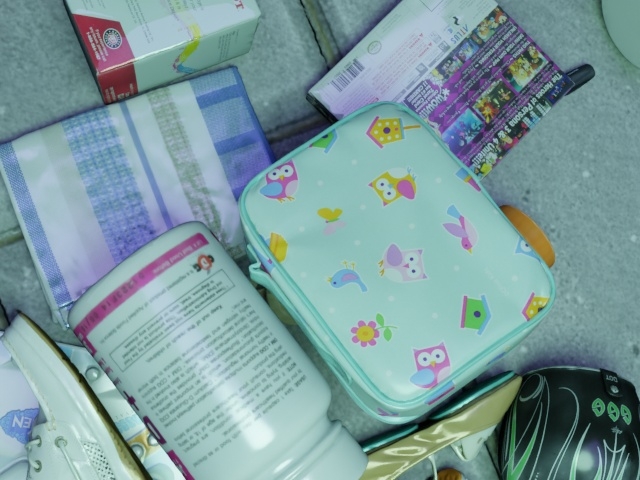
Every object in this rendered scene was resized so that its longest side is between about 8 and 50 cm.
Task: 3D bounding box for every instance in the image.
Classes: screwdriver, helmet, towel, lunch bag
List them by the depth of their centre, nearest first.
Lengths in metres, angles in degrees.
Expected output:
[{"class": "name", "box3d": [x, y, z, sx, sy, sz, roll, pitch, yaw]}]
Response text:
[{"class": "lunch bag", "box3d": [0.059, 0.018, 0.839, 0.224, 0.108, 0.279, -35, 72, -9]}, {"class": "towel", "box3d": [-0.184, -0.051, 0.946, 0.285, 0.034, 0.209, -22, 87, -14]}, {"class": "helmet", "box3d": [0.271, 0.230, 0.948, 0.169, 0.169, 0.161, 16, 65, -9]}, {"class": "screwdriver", "box3d": [0.251, -0.165, 1.047, 0.170, 0.024, 0.025, -26, 61, -5]}]

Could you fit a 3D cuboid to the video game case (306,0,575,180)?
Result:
[{"class": "video game case", "box3d": [0.137, -0.170, 1.002, 0.210, 0.042, 0.232, 44, 83, -2]}]

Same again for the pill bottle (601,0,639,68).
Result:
[{"class": "pill bottle", "box3d": [0.481, -0.314, 1.028, 0.278, 0.162, 0.162, -28, 90, -12]}]

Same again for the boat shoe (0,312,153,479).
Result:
[{"class": "boat shoe", "box3d": [-0.235, 0.201, 0.829, 0.096, 0.098, 0.277, -32, 93, -13]}]

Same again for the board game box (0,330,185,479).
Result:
[{"class": "board game box", "box3d": [-0.306, 0.295, 0.883, 0.390, 0.050, 0.390, 13, 83, -9]}]

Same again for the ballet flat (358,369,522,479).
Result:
[{"class": "ballet flat", "box3d": [0.125, 0.220, 0.957, 0.232, 0.080, 0.073, -25, 84, -2]}]

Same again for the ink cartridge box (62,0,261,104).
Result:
[{"class": "ink cartridge box", "box3d": [-0.168, -0.241, 0.917, 0.176, 0.127, 0.128, -22, 88, -11]}]

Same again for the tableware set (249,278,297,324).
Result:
[{"class": "tableware set", "box3d": [0.000, 0.000, 0.964, 0.128, 0.039, 0.194, 32, 85, -35]}]

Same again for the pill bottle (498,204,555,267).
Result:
[{"class": "pill bottle", "box3d": [0.136, 0.068, 0.944, 0.245, 0.130, 0.130, -39, 93, -12]}]

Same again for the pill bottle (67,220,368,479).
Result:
[{"class": "pill bottle", "box3d": [-0.092, 0.136, 0.831, 0.160, 0.160, 0.283, -38, 87, -11]}]

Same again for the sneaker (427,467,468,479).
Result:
[{"class": "sneaker", "box3d": [0.141, 0.379, 0.913, 0.121, 0.099, 0.262, 31, 63, -15]}]
